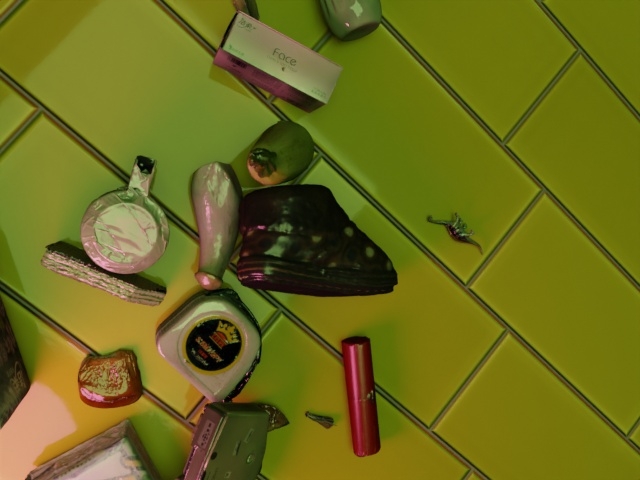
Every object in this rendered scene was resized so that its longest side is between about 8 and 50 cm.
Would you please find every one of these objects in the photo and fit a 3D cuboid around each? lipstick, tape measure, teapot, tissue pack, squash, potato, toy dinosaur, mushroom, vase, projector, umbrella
[{"bbox_3d":[0.098,0.369,1.427,0.073,0.073,0.279,-8,97,-14],"label":"lipstick"},{"bbox_3d":[-0.221,0.225,1.316,0.207,0.115,0.235,-43,111,-8],"label":"tape measure"},{"bbox_3d":[-0.397,-0.055,1.215,0.163,0.178,0.221,-11,102,-15],"label":"teapot"},{"bbox_3d":[-0.662,0.166,1.116,0.122,0.259,0.361,-15,99,-10],"label":"tissue pack"},{"bbox_3d":[-0.441,0.576,1.270,0.228,0.128,0.310,-27,102,-12],"label":"tissue pack"},{"bbox_3d":[-0.104,-0.160,1.262,0.137,0.287,0.137,4,112,10],"label":"squash"},{"bbox_3d":[-0.165,-0.517,1.320,0.037,0.036,0.093,-49,128,-44],"label":"potato"},{"bbox_3d":[0.348,-0.025,1.485,0.180,0.037,0.058,34,108,-8],"label":"toy dinosaur"},{"bbox_3d":[-0.220,-0.031,1.293,0.103,0.118,0.269,1,93,22],"label":"mushroom"},{"bbox_3d":[0.045,-0.572,1.328,0.128,0.128,0.248,-21,89,-13],"label":"vase"},{"bbox_3d":[-0.211,0.476,1.279,0.194,0.088,0.269,23,86,-53],"label":"projector"},{"bbox_3d":[0.001,0.427,1.432,0.083,0.020,0.031,22,127,-15],"label":"umbrella"},{"bbox_3d":[-0.096,-0.375,1.288,0.247,0.148,0.092,24,87,-17],"label":"tissue pack"}]

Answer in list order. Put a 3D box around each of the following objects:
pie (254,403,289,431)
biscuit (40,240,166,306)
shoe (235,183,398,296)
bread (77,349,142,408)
[{"bbox_3d":[-0.164,0.423,1.379,0.170,0.034,0.092,-26,104,-11],"label":"pie"},{"bbox_3d":[-0.434,0.071,1.228,0.250,0.147,0.046,26,90,-17],"label":"biscuit"},{"bbox_3d":[0.000,0.000,1.323,0.384,0.171,0.237,9,77,-29],"label":"shoe"},{"bbox_3d":[-0.452,0.302,1.291,0.129,0.044,0.126,-6,94,-11],"label":"bread"}]
